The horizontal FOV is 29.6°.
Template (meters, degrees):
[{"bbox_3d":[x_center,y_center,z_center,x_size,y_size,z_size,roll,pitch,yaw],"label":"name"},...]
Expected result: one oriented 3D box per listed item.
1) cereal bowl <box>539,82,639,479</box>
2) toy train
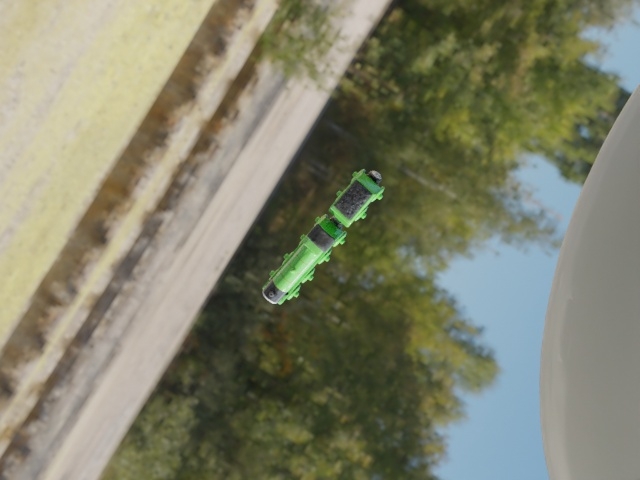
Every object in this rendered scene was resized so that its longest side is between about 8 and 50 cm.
[{"bbox_3d":[0.249,0.031,0.547,0.339,0.141,0.339,-54,-156,39],"label":"cereal bowl"},{"bbox_3d":[0.000,0.000,0.561,0.083,0.017,0.024,-50,178,24],"label":"toy train"}]
